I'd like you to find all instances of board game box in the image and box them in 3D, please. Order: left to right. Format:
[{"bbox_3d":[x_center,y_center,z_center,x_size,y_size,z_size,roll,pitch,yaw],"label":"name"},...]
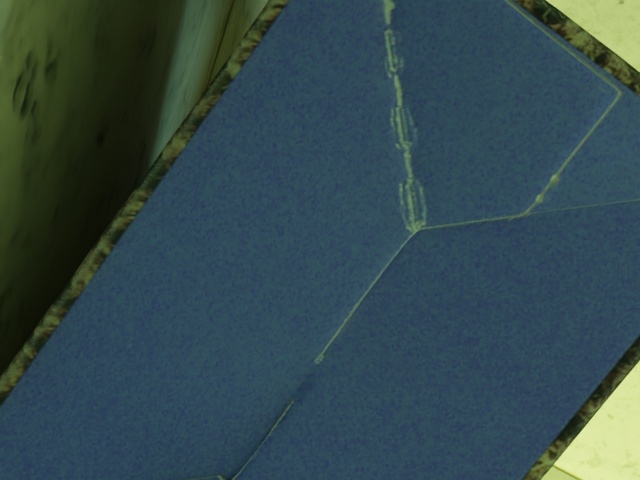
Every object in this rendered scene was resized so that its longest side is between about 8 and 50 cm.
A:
[{"bbox_3d":[0.009,0.011,0.466,0.232,0.141,0.291,-53,-178,10],"label":"board game box"}]
